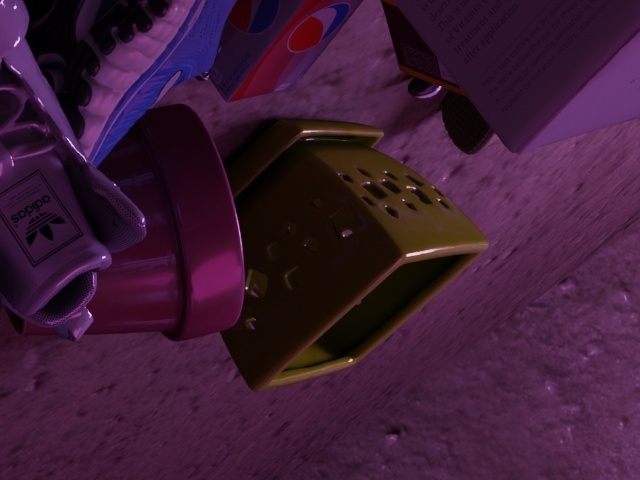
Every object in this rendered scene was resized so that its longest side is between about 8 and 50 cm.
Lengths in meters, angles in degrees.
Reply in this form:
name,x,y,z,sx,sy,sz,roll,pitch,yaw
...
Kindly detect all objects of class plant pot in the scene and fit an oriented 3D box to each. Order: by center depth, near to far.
name,x,y,z,sx,sy,sz,roll,pitch,yaw
plant pot,-0.181,-0.002,1.443,0.180,0.201,0.201,-13,157,-20
plant pot,0.000,0.000,1.765,0.227,0.207,0.228,-43,162,23

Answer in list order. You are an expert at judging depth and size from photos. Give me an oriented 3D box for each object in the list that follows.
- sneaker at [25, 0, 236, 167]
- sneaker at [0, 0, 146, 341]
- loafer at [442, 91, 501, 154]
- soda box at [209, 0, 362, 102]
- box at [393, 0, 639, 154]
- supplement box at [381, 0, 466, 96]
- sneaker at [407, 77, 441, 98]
name,x,y,z,sx,sy,sz,roll,pitch,yaw
sneaker,-0.145,-0.125,1.243,0.330,0.130,0.147,-45,160,30
sneaker,-0.204,-0.084,1.038,0.137,0.210,0.366,-31,156,-20
loafer,0.232,-0.193,1.915,0.092,0.102,0.268,-26,171,-36
soda box,-0.006,-0.224,1.312,0.083,0.092,0.263,-18,156,-46
box,0.119,-0.247,1.037,0.215,0.345,0.168,-16,155,-50
supplement box,0.153,-0.231,1.422,0.191,0.129,0.194,-64,167,-10
sneaker,0.127,-0.185,1.835,0.083,0.031,0.035,-36,152,-15
